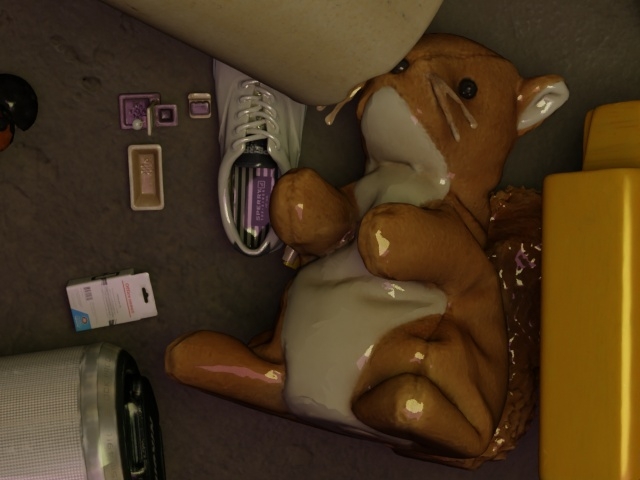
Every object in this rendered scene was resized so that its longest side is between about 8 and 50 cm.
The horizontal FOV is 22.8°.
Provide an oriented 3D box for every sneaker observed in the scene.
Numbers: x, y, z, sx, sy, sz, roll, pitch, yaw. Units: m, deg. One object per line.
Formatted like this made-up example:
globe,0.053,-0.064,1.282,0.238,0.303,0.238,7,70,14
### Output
sneaker,-0.054,-0.108,1.510,0.094,0.091,0.258,-4,102,0

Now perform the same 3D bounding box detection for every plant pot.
plant pot,-0.062,-0.280,1.335,0.305,0.334,0.334,34,102,-33

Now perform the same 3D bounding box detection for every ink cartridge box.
ink cartridge box,-0.206,0.057,1.581,0.083,0.028,0.048,-10,104,2

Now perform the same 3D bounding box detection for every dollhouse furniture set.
dollhouse furniture set,-0.150,-0.081,1.521,0.091,0.081,0.114,-1,104,-1

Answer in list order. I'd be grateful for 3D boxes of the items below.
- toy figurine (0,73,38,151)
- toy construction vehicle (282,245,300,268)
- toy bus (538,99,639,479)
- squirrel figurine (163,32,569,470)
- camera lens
toy figurine,-0.362,-0.146,1.437,0.148,0.209,0.213,-30,103,0
toy construction vehicle,0.000,0.000,1.552,0.098,0.035,0.086,18,98,-48
toy bus,0.261,0.044,1.369,0.130,0.108,0.332,7,82,-45
squirrel figurine,0.111,0.011,1.476,0.397,0.281,0.370,27,74,-46
camera lens,-0.294,0.219,1.521,0.274,0.219,0.219,-8,104,1
